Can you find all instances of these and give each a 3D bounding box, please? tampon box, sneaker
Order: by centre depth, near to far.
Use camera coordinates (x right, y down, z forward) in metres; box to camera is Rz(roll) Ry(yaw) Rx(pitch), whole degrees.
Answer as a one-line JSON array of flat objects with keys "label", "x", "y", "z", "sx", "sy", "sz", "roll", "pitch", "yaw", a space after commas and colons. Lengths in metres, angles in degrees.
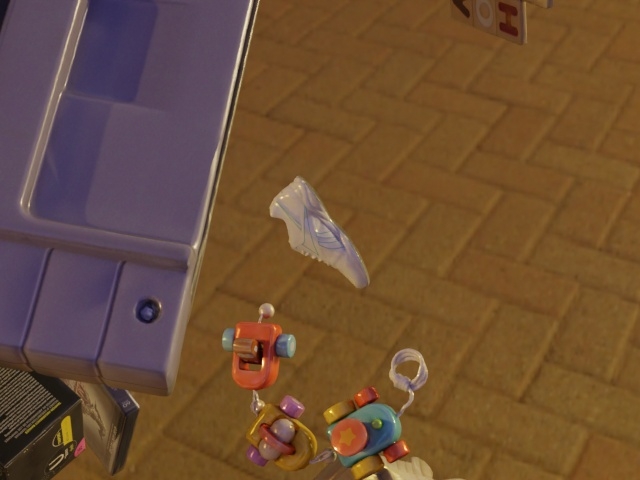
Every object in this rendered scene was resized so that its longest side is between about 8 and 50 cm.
[{"label": "tampon box", "x": -0.329, "y": 0.168, "z": 1.130, "sx": 0.161, "sy": 0.120, "sz": 0.101, "roll": 38, "pitch": 58, "yaw": 16}, {"label": "sneaker", "x": 0.000, "y": 0.000, "z": 1.300, "sx": 0.061, "sy": 0.152, "sz": 0.054, "roll": -38, "pitch": 6, "yaw": 3}]

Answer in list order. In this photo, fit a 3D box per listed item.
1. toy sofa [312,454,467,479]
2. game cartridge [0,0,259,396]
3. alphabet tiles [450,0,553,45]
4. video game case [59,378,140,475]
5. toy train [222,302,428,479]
[{"label": "toy sofa", "x": 0.098, "y": 0.364, "z": 0.938, "sx": 0.177, "sy": 0.150, "sz": 0.363, "roll": 21, "pitch": 28, "yaw": -40}, {"label": "game cartridge", "x": -0.156, "y": -0.107, "z": 0.618, "sx": 0.230, "sy": 0.068, "sz": 0.355, "roll": 11, "pitch": 68, "yaw": -4}, {"label": "alphabet tiles", "x": 0.136, "y": -0.293, "z": 0.951, "sx": 0.009, "sy": 0.237, "sz": 0.198, "roll": -17, "pitch": 28, "yaw": -19}, {"label": "video game case", "x": -0.317, "y": 0.143, "z": 1.369, "sx": 0.026, "sy": 0.196, "sz": 0.274, "roll": -30, "pitch": 70, "yaw": -30}, {"label": "toy train", "x": -0.008, "y": 0.116, "z": 0.846, "sx": 0.166, "sy": 0.125, "sz": 0.046, "roll": 8, "pitch": -5, "yaw": 21}]
